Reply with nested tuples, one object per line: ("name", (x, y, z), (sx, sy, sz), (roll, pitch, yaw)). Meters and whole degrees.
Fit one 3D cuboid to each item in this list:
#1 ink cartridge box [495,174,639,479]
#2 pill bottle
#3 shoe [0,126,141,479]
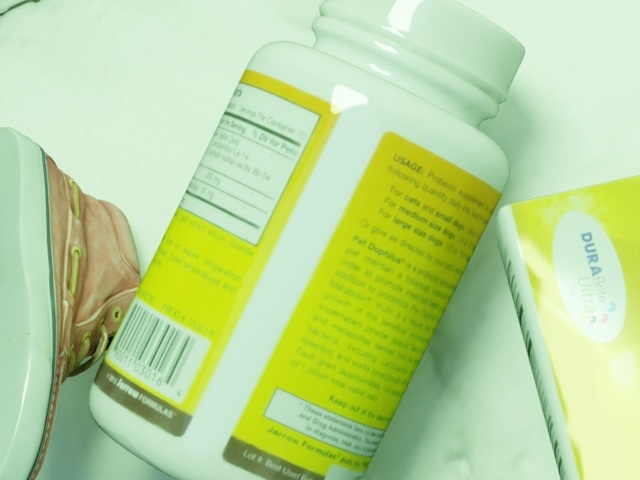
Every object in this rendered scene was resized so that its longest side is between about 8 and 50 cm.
("ink cartridge box", (0.244, 0.096, 0.670), (0.307, 0.072, 0.304), (-15, 64, 5))
("pill bottle", (0.000, 0.000, 0.794), (0.117, 0.117, 0.215), (27, 91, 18))
("shoe", (-0.115, 0.041, 0.813), (0.063, 0.081, 0.178), (-26, 50, 27))
